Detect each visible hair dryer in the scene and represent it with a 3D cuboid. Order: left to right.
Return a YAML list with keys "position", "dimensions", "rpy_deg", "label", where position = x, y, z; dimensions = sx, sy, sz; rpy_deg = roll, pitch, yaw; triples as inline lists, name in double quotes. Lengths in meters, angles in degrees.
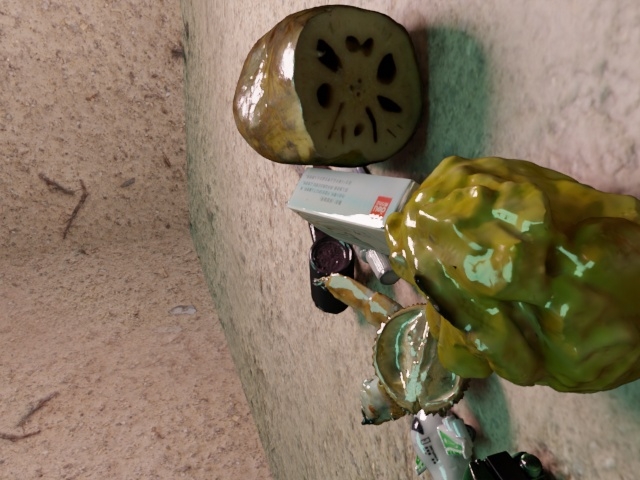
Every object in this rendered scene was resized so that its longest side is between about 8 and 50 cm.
- position: [0.000, 0.000, 1.110]
  dimensions: [0.197, 0.089, 0.251]
  rpy_deg: [85, 170, -64]
  label: "hair dryer"

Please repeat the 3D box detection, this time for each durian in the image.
- position: [0.160, 0.161, 0.814]
  dimensions: [0.148, 0.091, 0.189]
  rpy_deg: [13, 89, 32]
  label: "durian"

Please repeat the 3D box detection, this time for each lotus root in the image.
- position: [-0.011, -0.233, 0.893]
  dimensions: [0.346, 0.250, 0.251]
  rpy_deg: [13, 111, 61]
  label: "lotus root"

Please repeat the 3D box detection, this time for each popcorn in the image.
- position: [0.187, 0.029, 0.536]
  dimensions: [0.252, 0.215, 0.286]
  rpy_deg: [55, 177, -35]
  label: "popcorn"

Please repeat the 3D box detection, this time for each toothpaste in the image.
- position: [0.077, -0.040, 0.995]
  dimensions: [0.099, 0.068, 0.282]
  rpy_deg: [-37, 50, 16]
  label: "toothpaste"

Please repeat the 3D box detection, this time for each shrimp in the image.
- position: [0.098, 0.179, 0.933]
  dimensions: [0.185, 0.068, 0.287]
  rpy_deg: [-22, 97, 42]
  label: "shrimp"

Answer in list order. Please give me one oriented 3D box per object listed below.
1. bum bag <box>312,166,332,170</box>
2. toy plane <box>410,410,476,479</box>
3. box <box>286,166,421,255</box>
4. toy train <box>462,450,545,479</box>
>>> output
- position: [0.012, -0.102, 1.185]
  dimensions: [0.159, 0.026, 0.109]
  rpy_deg: [-130, 36, -54]
  label: "bum bag"
- position: [0.185, 0.328, 0.843]
  dimensions: [0.174, 0.080, 0.174]
  rpy_deg: [173, 90, -71]
  label: "toy plane"
- position: [0.073, -0.039, 0.823]
  dimensions: [0.269, 0.135, 0.079]
  rpy_deg: [18, 78, 55]
  label: "box"
- position: [0.223, 0.335, 0.703]
  dimensions: [0.071, 0.111, 0.171]
  rpy_deg: [-121, 31, -50]
  label: "toy train"
